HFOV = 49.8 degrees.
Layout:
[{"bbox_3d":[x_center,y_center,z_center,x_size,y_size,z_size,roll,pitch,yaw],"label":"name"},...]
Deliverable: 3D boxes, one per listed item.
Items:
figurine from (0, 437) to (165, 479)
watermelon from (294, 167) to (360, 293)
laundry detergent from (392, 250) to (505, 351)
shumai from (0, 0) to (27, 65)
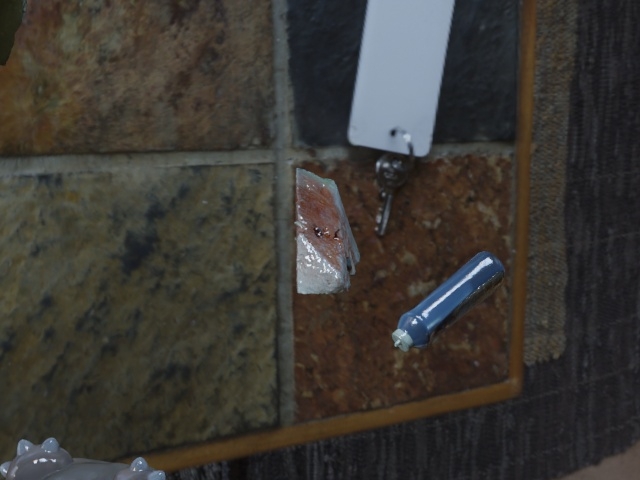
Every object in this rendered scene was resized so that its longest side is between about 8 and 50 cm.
[{"bbox_3d":[-0.312,0.457,0.918,0.248,0.203,0.380,7,96,17],"label":"figurine"},{"bbox_3d":[0.000,0.000,0.914,0.095,0.241,0.154,-7,112,4],"label":"watermelon"},{"bbox_3d":[0.185,0.100,1.030,0.206,0.096,0.061,-35,75,-20],"label":"laundry detergent"},{"bbox_3d":[-0.294,-0.229,0.543,0.189,0.255,0.218,0,142,-10],"label":"shumai"}]
